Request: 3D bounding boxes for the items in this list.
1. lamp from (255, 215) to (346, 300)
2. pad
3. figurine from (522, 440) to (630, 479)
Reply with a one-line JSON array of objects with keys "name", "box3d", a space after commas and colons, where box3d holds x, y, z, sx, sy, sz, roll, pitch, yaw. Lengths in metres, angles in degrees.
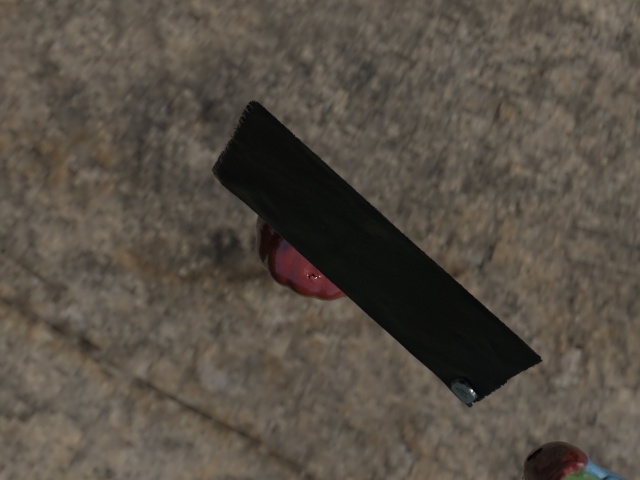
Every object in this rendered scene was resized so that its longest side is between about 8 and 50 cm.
[{"name": "lamp", "box3d": [0.000, 0.000, 1.345, 0.101, 0.101, 0.090, 23, 132, 2]}, {"name": "pad", "box3d": [0.024, 0.010, 0.913, 0.193, 0.004, 0.116, 43, 158, 1]}, {"name": "figurine", "box3d": [0.173, 0.214, 1.034, 0.185, 0.127, 0.234, 29, 167, 11]}]
